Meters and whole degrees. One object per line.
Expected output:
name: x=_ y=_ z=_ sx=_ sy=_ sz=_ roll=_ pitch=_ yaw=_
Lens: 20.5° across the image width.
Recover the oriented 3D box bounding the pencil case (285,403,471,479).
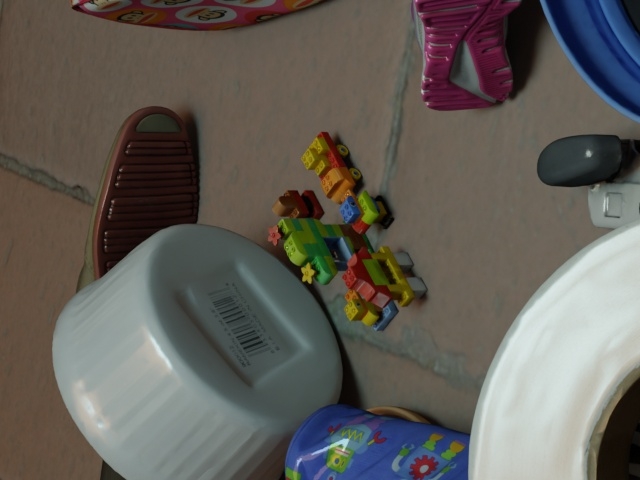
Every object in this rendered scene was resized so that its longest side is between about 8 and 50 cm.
pencil case: x=0.093 y=0.227 z=1.532 sx=0.306 sy=0.133 sz=0.119 roll=9 pitch=137 yaw=51

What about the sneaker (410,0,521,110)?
sneaker: x=0.119 y=-0.225 z=1.519 sx=0.252 sy=0.103 sz=0.111 roll=94 pitch=170 yaw=-56

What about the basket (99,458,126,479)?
basket: x=-0.155 y=0.230 z=1.845 sx=0.204 sy=0.154 sz=0.226 roll=80 pitch=-173 yaw=-49

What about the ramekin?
ramekin: x=-0.110 y=0.116 z=1.739 sx=0.135 sy=0.277 sz=0.277 roll=-44 pitch=57 yaw=33

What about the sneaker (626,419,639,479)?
sneaker: x=0.255 y=0.184 z=1.416 sx=0.162 sy=0.106 sz=0.281 roll=53 pitch=175 yaw=-16

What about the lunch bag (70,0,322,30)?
lunch bag: x=-0.120 y=-0.289 z=1.748 sx=0.293 sy=0.258 sz=0.120 roll=-13 pitch=80 yaw=50

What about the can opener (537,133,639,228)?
can opener: x=0.254 y=-0.044 z=1.369 sx=0.283 sy=0.095 sz=0.076 roll=-171 pitch=85 yaw=-73

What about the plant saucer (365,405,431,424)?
plant saucer: x=0.077 y=0.256 z=1.684 sx=0.200 sy=0.037 sz=0.199 roll=2 pitch=93 yaw=52

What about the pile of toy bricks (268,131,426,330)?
pile of toy bricks: x=0.000 y=0.000 z=1.723 sx=0.118 sy=0.105 sz=0.212 roll=-54 pitch=51 yaw=37

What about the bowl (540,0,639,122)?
bowl: x=0.320 y=-0.272 z=1.341 sx=0.391 sy=0.077 sz=0.391 roll=1 pitch=92 yaw=52

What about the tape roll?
tape roll: x=0.287 y=0.165 z=1.197 sx=0.392 sy=0.072 sz=0.392 roll=-1 pitch=88 yaw=30

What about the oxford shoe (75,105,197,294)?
oxford shoe: x=-0.229 y=0.010 z=2.002 sx=0.130 sy=0.123 sz=0.348 roll=29 pitch=112 yaw=54
